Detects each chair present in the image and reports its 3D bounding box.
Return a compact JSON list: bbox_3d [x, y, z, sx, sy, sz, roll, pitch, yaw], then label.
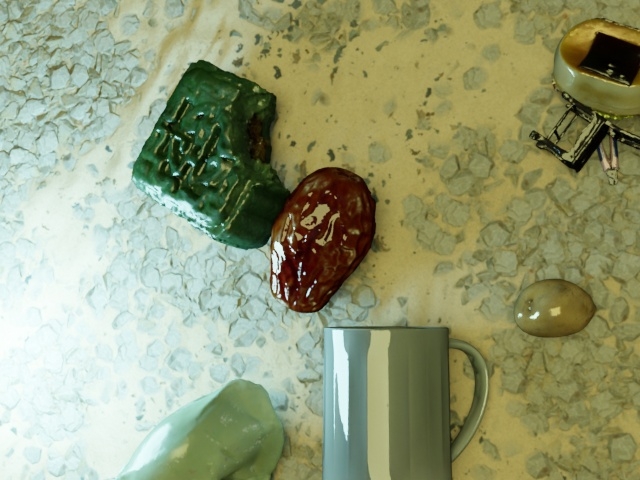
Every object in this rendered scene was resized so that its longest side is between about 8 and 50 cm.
[{"bbox_3d":[0.512,-0.166,1.533,0.229,0.106,0.113,38,100,20],"label":"chair"}]

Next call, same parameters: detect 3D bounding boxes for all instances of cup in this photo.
[{"bbox_3d":[0.161,0.322,1.563,0.322,0.237,0.327,0,85,-16],"label":"cup"}]

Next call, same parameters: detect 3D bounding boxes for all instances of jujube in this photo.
[{"bbox_3d":[0.000,0.000,1.635,0.197,0.197,0.290,28,108,15],"label":"jujube"}]

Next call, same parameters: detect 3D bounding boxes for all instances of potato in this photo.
[{"bbox_3d":[0.429,0.129,1.552,0.147,0.112,0.112,-11,83,20],"label":"potato"}]

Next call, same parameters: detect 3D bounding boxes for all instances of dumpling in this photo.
[{"bbox_3d":[-0.233,0.415,1.667,0.320,0.270,0.212,-34,49,34],"label":"dumpling"}]

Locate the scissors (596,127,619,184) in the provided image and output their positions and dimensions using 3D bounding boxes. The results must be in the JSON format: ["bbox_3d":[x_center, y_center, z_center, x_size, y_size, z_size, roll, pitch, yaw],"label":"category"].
[{"bbox_3d":[0.543,-0.160,1.587,0.039,0.012,0.113,-12,83,14],"label":"scissors"}]

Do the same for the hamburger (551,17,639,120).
[{"bbox_3d":[0.533,-0.318,1.555,0.210,0.116,0.173,21,84,19],"label":"hamburger"}]

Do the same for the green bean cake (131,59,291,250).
[{"bbox_3d":[-0.192,-0.173,1.679,0.300,0.169,0.308,30,94,27],"label":"green bean cake"}]
